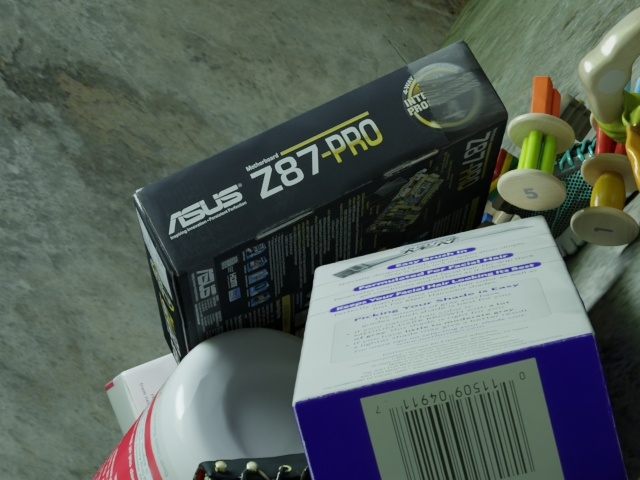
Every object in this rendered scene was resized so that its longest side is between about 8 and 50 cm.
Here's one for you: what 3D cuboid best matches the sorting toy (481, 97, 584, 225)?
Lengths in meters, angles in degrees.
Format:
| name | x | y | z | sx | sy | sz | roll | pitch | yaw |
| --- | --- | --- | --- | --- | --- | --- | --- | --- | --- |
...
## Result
| name | x | y | z | sx | sy | sz | roll | pitch | yaw |
| --- | --- | --- | --- | --- | --- | --- | --- | --- | --- |
| sorting toy | 0.188 | -0.052 | 1.826 | 0.274 | 0.046 | 0.132 | -55 | 6 | 4 |

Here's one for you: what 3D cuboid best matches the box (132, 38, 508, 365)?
| name | x | y | z | sx | sy | sz | roll | pitch | yaw |
| --- | --- | --- | --- | --- | --- | --- | --- | --- | --- |
| box | 0.000 | 0.000 | 1.538 | 0.318 | 0.097 | 0.395 | -24 | -19 | -9 |

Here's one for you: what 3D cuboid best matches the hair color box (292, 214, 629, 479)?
| name | x | y | z | sx | sy | sz | roll | pitch | yaw |
| --- | --- | --- | --- | --- | --- | --- | --- | --- | --- |
| hair color box | 0.088 | 0.083 | 1.125 | 0.185 | 0.110 | 0.339 | -13 | 13 | 6 |

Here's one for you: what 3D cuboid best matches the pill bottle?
| name | x | y | z | sx | sy | sz | roll | pitch | yaw |
| --- | --- | --- | --- | --- | --- | --- | --- | --- | --- |
| pill bottle | -0.117 | 0.283 | 1.566 | 0.408 | 0.229 | 0.229 | -51 | 7 | 40 |

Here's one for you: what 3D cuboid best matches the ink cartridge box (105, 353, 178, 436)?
| name | x | y | z | sx | sy | sz | roll | pitch | yaw |
| --- | --- | --- | --- | --- | --- | --- | --- | --- | --- |
| ink cartridge box | -0.077 | 0.154 | 1.815 | 0.283 | 0.117 | 0.207 | -21 | -4 | -15 |

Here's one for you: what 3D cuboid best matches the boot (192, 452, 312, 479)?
| name | x | y | z | sx | sy | sz | roll | pitch | yaw |
| --- | --- | --- | --- | --- | --- | --- | --- | --- | --- |
| boot | 0.003 | 0.190 | 1.262 | 0.236 | 0.178 | 0.085 | 125 | 143 | -64 |

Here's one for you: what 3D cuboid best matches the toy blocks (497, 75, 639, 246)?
| name | x | y | z | sx | sy | sz | roll | pitch | yaw |
| --- | --- | --- | --- | --- | --- | --- | --- | --- | --- |
| toy blocks | 0.204 | -0.084 | 1.293 | 0.054 | 0.123 | 0.148 | -35 | 34 | 55 |

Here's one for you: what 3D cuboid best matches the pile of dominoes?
| name | x | y | z | sx | sy | sz | roll | pitch | yaw |
| --- | --- | --- | --- | --- | --- | --- | --- | --- | --- |
| pile of dominoes | 0.178 | -0.051 | 1.545 | 0.196 | 0.040 | 0.251 | -56 | -13 | 8 |

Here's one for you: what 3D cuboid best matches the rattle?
| name | x | y | z | sx | sy | sz | roll | pitch | yaw |
| --- | --- | --- | --- | --- | --- | --- | --- | --- | --- |
| rattle | 0.297 | -0.121 | 1.196 | 0.199 | 0.130 | 0.143 | -25 | 29 | 5 |

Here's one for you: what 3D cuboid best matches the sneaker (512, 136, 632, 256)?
| name | x | y | z | sx | sy | sz | roll | pitch | yaw |
| --- | --- | --- | --- | --- | --- | --- | --- | --- | --- |
| sneaker | 0.221 | -0.057 | 1.390 | 0.166 | 0.076 | 0.065 | -52 | 7 | 36 |
